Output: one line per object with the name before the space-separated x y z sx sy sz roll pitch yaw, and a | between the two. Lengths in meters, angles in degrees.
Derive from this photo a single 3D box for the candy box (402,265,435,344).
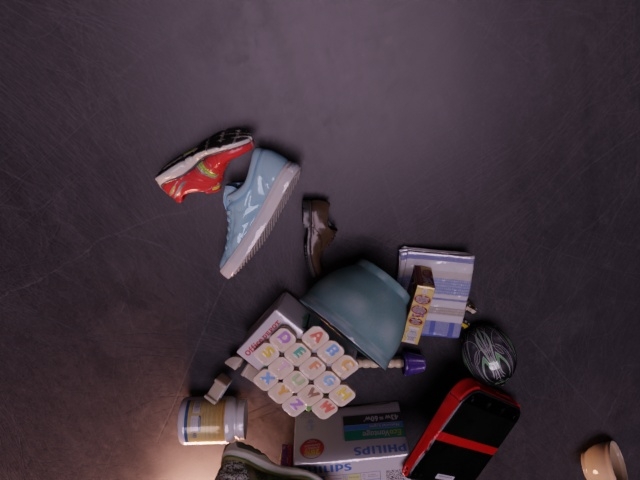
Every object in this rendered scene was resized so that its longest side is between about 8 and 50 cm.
candy box | 0.263 0.177 1.326 0.053 0.109 0.187 10 117 2

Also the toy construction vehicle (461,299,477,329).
toy construction vehicle | 0.415 0.211 1.439 0.098 0.035 0.086 27 123 -12

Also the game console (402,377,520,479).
game console | 0.448 0.606 1.501 0.386 0.060 0.342 30 96 -38

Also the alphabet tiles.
alphabet tiles | -0.044 0.364 1.322 0.284 0.021 0.278 45 112 -7

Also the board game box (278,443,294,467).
board game box | -0.136 0.878 1.620 0.056 0.208 0.347 6 124 -8

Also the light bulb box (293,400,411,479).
light bulb box | 0.107 0.749 1.579 0.357 0.225 0.362 -6 115 1

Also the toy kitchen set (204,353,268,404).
toy kitchen set | -0.217 0.458 1.480 0.207 0.122 0.166 32 88 6

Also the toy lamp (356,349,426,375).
toy lamp | 0.183 0.378 1.483 0.274 0.080 0.080 -2 116 -1

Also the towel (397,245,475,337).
towel | 0.317 0.152 1.388 0.209 0.034 0.285 4 116 6

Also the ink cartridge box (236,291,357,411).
ink cartridge box | -0.067 0.317 1.384 0.278 0.117 0.201 40 113 -5

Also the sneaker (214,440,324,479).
sneaker | -0.137 0.743 1.374 0.409 0.182 0.158 14 122 18

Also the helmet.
helmet | 0.499 0.337 1.438 0.169 0.170 0.162 -25 131 10

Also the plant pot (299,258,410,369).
plant pot | 0.115 0.175 1.292 0.293 0.293 0.196 42 81 -19

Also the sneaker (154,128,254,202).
sneaker | -0.269 -0.180 1.191 0.278 0.107 0.118 -23 120 20

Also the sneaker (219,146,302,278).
sneaker | -0.190 -0.074 1.238 0.150 0.135 0.366 34 110 4

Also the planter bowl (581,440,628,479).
planter bowl | 0.978 0.785 1.680 0.109 0.162 0.162 -22 118 38

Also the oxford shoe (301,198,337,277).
oxford shoe | 0.000 0.000 1.291 0.096 0.083 0.228 -3 117 -6

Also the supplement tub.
supplement tub | -0.334 0.563 1.516 0.199 0.144 0.145 -1 116 -1
